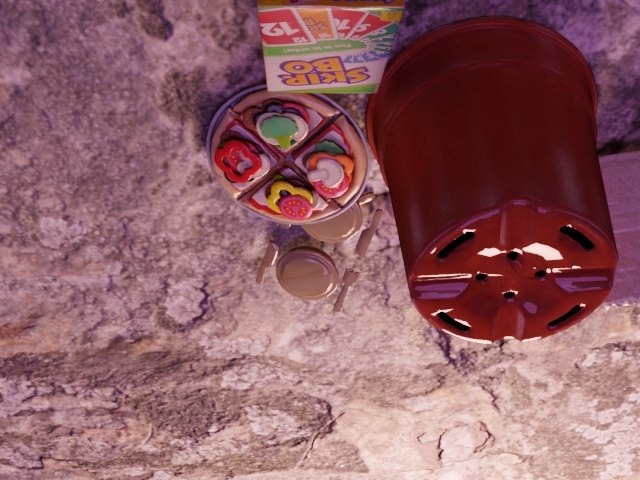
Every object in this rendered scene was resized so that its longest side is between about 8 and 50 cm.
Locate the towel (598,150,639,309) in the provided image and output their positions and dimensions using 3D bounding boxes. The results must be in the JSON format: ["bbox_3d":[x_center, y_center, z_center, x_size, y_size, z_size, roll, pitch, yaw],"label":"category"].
[{"bbox_3d":[0.460,-0.023,0.980,0.282,0.187,0.049,-8,172,8],"label":"towel"}]

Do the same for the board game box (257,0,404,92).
[{"bbox_3d":[0.005,-0.190,0.816,0.124,0.039,0.259,0,175,-1],"label":"board game box"}]

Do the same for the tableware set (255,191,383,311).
[{"bbox_3d":[0.000,0.000,1.109,0.128,0.039,0.194,20,127,-2],"label":"tableware set"}]

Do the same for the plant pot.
[{"bbox_3d":[0.187,-0.052,0.890,0.272,0.265,0.272,1,134,1],"label":"plant pot"}]

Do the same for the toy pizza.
[{"bbox_3d":[-0.041,-0.094,0.996,0.201,0.032,0.201,6,129,7],"label":"toy pizza"}]
